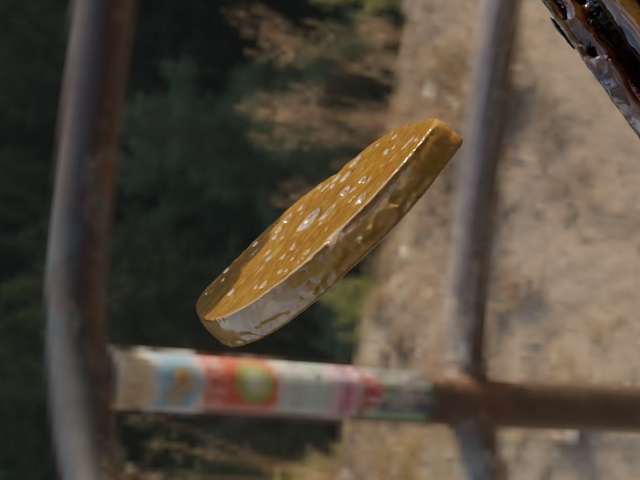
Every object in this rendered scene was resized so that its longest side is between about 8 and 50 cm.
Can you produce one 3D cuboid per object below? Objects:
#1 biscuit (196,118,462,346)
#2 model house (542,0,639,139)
[{"bbox_3d":[0.000,0.000,1.178,0.220,0.029,0.142,-37,14,31],"label":"biscuit"},{"bbox_3d":[0.307,-0.181,1.316,0.282,0.297,0.317,-37,22,12],"label":"model house"}]
